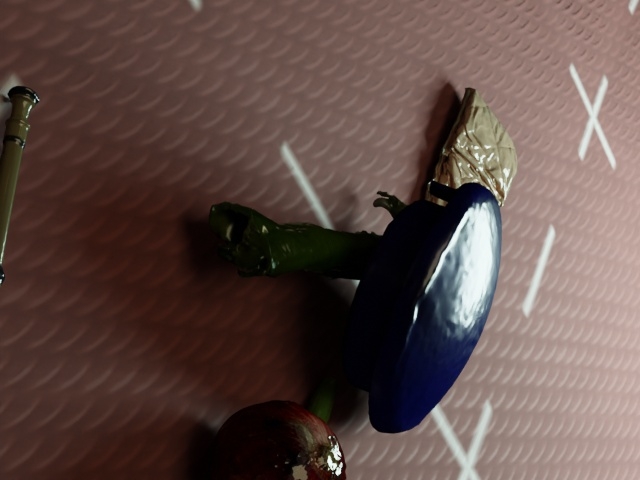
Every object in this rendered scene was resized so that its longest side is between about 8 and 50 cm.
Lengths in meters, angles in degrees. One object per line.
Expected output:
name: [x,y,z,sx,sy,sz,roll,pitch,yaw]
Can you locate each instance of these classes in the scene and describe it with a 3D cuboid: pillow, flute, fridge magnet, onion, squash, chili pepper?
pillow: [0.176,-0.068,1.942,0.126,0.043,0.232,51,43,-30]
flute: [-0.245,-0.012,1.262,0.027,0.027,0.233,37,51,-48]
fridge magnet: [0.105,0.065,1.650,0.265,0.113,0.265,-56,158,-36]
onion: [-0.038,0.202,1.440,0.131,0.131,0.131,25,60,-53]
squash: [-0.002,0.162,1.598,0.027,0.027,0.089,58,36,-30]
chili pepper: [0.000,0.000,1.611,0.085,0.076,0.359,47,19,17]
